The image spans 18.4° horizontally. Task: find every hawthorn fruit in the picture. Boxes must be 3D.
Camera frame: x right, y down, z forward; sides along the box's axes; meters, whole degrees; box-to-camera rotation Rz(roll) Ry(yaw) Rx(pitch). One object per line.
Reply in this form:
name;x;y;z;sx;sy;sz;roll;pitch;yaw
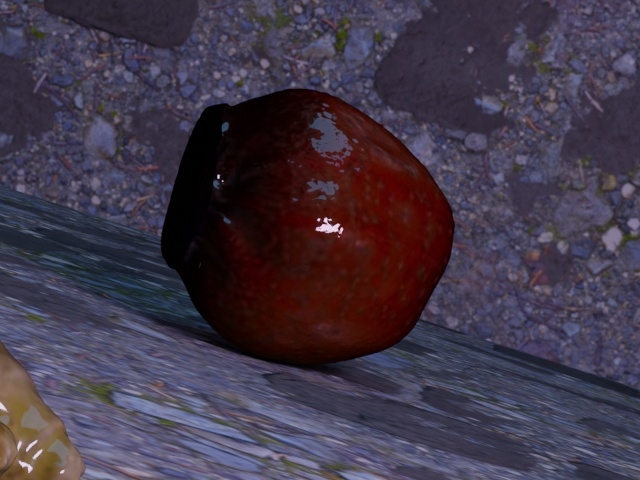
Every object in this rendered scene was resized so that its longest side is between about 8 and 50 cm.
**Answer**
hawthorn fruit;0.000;0.000;1.522;0.215;0.215;0.249;19;-6;46

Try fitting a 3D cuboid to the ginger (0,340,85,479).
ginger;-0.224;0.016;0.629;0.333;0.080;0.166;20;-10;5
